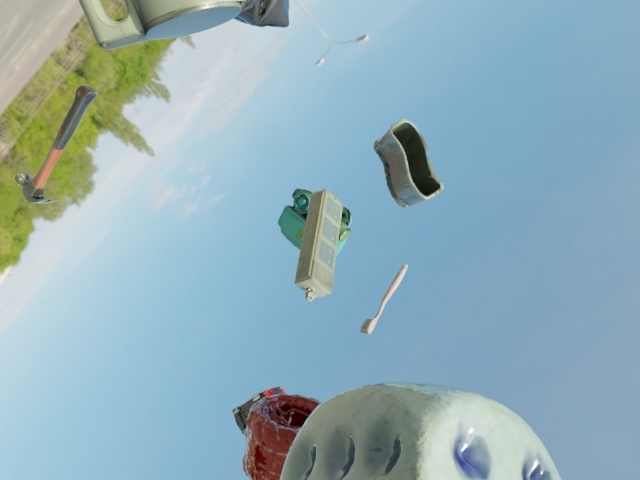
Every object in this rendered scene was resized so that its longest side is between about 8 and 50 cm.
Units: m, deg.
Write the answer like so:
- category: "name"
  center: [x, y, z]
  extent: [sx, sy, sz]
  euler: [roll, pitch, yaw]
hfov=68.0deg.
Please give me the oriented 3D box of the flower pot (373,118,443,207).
- category: "flower pot"
  center: [0.238, -0.210, 1.323]
  extent: [0.103, 0.229, 0.108]
  euler: [-21, 177, -27]

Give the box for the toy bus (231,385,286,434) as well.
- category: "toy bus"
  center: [-0.184, 0.510, 1.431]
  extent: [0.195, 0.089, 0.081]
  euler: [-43, -111, 36]

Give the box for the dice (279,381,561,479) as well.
- category: "dice"
  center: [0.113, 0.338, 0.562]
  extent: [0.268, 0.262, 0.265]
  euler: [-36, -147, 46]

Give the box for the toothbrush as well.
- category: "toothbrush"
  center: [0.189, 0.161, 1.371]
  extent: [0.029, 0.025, 0.307]
  euler: [-1, -146, 36]

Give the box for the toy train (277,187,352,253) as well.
- category: "toy train"
  center: [-0.014, -0.045, 1.231]
  extent: [0.198, 0.107, 0.154]
  euler: [40, -64, 25]

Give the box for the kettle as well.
- category: "kettle"
  center: [-0.138, -0.249, 0.385]
  extent: [0.126, 0.148, 0.098]
  euler: [-26, -160, -32]

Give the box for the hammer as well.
- category: "hammer"
  center: [-0.527, -0.190, 0.954]
  extent: [0.111, 0.033, 0.288]
  euler: [48, -68, 20]

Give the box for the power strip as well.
- category: "power strip"
  center: [0.000, 0.000, 1.035]
  extent: [0.052, 0.078, 0.272]
  euler: [-18, -133, 35]

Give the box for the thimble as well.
- category: "thimble"
  center: [-0.049, 0.363, 0.846]
  extent: [0.189, 0.163, 0.125]
  euler: [7, -85, 38]

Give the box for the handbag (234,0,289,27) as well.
- category: "handbag"
  center: [-0.119, -0.523, 0.714]
  extent: [0.342, 0.152, 0.288]
  euler: [54, -44, 35]
